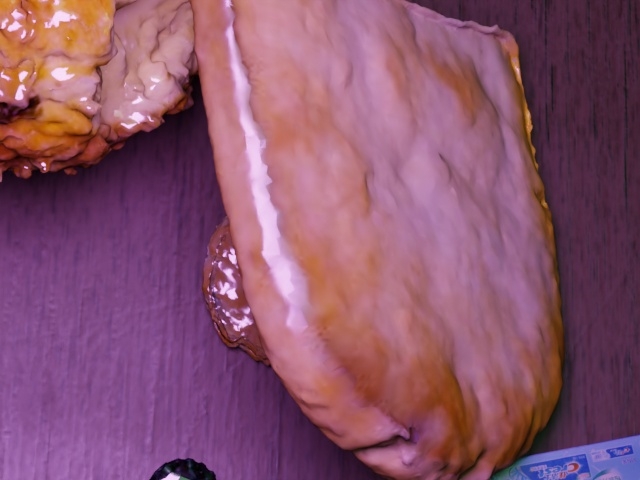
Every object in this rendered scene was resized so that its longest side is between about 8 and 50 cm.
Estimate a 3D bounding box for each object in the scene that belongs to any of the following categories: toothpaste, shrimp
[{"bbox_3d":[0.248,0.199,1.650,0.272,0.066,0.053,-9,75,-12],"label":"toothpaste"},{"bbox_3d":[0.000,0.000,1.682,0.173,0.058,0.253,41,73,-4],"label":"shrimp"}]

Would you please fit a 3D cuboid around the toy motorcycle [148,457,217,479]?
[{"bbox_3d":[-0.138,0.282,1.547,0.122,0.082,0.213,2,71,-11],"label":"toy motorcycle"}]

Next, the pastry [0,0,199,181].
[{"bbox_3d":[-0.240,-0.219,1.579,0.337,0.292,0.405,20,42,24],"label":"pastry"}]

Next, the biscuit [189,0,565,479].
[{"bbox_3d":[0.067,-0.012,1.574,0.429,0.104,0.446,1,75,-55],"label":"biscuit"}]
